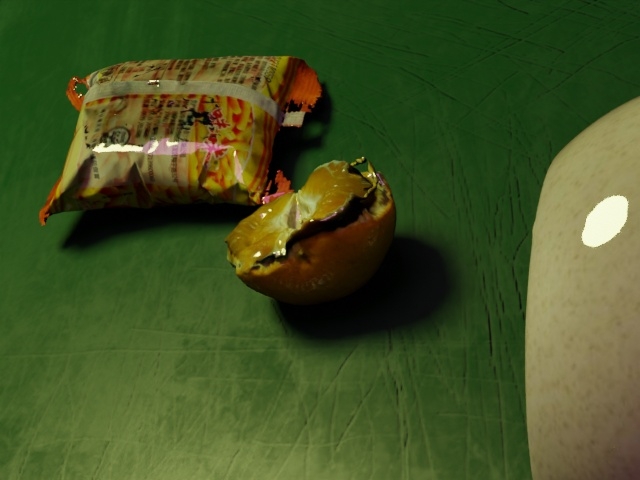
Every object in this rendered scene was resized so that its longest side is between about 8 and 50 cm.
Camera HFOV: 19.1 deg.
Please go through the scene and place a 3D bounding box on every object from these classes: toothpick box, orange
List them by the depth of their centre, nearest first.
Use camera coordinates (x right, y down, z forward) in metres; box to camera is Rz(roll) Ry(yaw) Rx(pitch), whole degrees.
[{"bbox_3d":[0.368,0.082,1.265,0.425,0.409,0.409,-1,45,17],"label":"toothpick box"},{"bbox_3d":[0.000,0.000,1.754,0.160,0.112,0.170,-42,10,-12],"label":"orange"}]

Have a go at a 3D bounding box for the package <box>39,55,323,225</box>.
[{"bbox_3d":[-0.151,-0.110,1.951,0.288,0.108,0.223,-6,45,16],"label":"package"}]
